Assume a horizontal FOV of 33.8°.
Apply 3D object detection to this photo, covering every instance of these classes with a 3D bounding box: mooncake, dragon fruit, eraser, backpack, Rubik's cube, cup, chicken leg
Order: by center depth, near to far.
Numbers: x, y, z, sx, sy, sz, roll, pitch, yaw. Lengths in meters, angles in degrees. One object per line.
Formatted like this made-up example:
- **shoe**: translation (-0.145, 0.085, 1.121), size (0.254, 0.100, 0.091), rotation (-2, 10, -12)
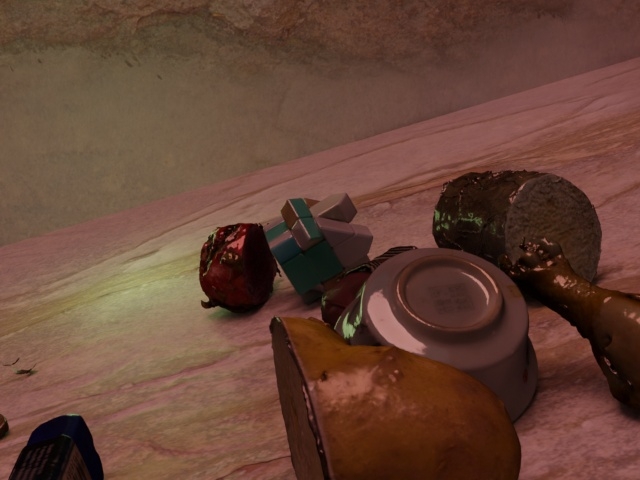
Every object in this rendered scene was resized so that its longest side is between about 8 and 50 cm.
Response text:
- **chicken leg**: translation (0.454, 0.119, 1.640), size (0.152, 0.201, 0.429), rotation (-1, 29, -44)
- **eraser**: translation (-0.420, 0.402, 1.652), size (0.101, 0.155, 0.332), rotation (-16, 17, 1)
- **cup**: translation (0.193, 0.136, 1.693), size (0.347, 0.163, 0.347), rotation (3, 44, -3)
- **backpack**: translation (0.145, 0.112, 2.005), size (0.283, 0.197, 0.317), rotation (-26, 20, -27)
- **mooncake**: translation (-0.674, 0.326, 2.261), size (0.150, 0.057, 0.347), rotation (2, 18, 11)
- **Rubik's cube**: translation (0.000, 0.000, 2.388), size (0.213, 0.265, 0.224), rotation (-31, 20, 2)
- **dragon fruit**: translation (-0.200, 0.065, 2.463), size (0.147, 0.211, 0.282), rotation (-3, -6, 17)

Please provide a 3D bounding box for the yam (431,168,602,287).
- **yam**: translation (0.393, -0.024, 2.180), size (0.241, 0.241, 0.348), rotation (-22, 16, -21)

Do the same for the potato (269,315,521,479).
- **potato**: translation (0.105, 0.263, 1.506), size (0.295, 0.290, 0.397), rotation (-8, 22, -9)
